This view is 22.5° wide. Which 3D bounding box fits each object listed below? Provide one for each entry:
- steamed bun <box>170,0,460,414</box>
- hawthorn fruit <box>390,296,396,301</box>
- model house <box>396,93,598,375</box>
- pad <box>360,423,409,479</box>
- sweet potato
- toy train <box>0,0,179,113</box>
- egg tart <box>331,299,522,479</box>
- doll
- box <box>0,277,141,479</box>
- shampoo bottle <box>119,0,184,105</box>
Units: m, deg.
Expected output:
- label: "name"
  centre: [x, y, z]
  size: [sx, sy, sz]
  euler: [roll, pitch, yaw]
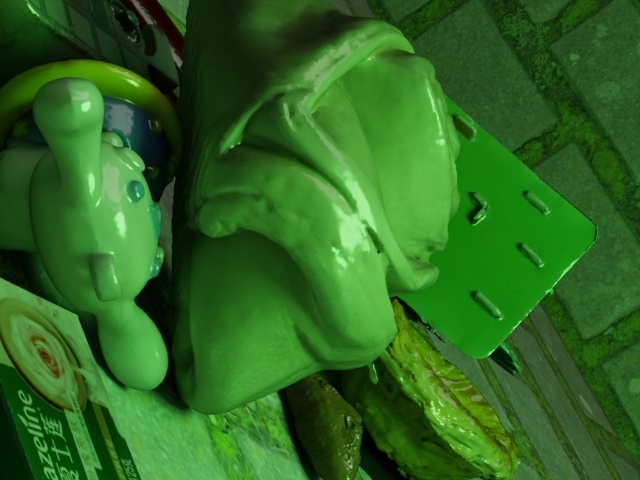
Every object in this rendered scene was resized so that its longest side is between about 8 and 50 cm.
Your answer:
- label: "steamed bun"
  centre: [-0.002, -0.051, 1.410]
  size: [0.342, 0.255, 0.368]
  euler: [103, -16, -47]
- label: "hawthorn fruit"
  centre: [0.000, 0.000, 1.685]
  size: [0.215, 0.215, 0.249]
  euler: [57, 9, 7]
- label: "model house"
  centre: [0.163, 0.003, 2.082]
  size: [0.357, 0.242, 0.313]
  euler: [40, -7, 13]
- label: "pad"
  centre: [0.059, 0.239, 1.791]
  size: [0.157, 0.003, 0.112]
  euler: [49, 14, -26]
- label: "sweet potato"
  centre: [0.002, 0.177, 1.614]
  size: [0.060, 0.068, 0.206]
  euler: [77, -12, -46]
- label: "toy train"
  centre: [-0.252, -0.179, 1.454]
  size: [0.326, 0.129, 0.159]
  euler: [36, 29, -56]
- label: "egg tart"
  centre: [0.108, 0.185, 1.831]
  size: [0.295, 0.116, 0.295]
  euler: [47, 6, -7]
- label: "doll"
  centre: [-0.199, -0.057, 1.250]
  size: [0.311, 0.159, 0.243]
  euler: [86, 8, -58]
- label: "box"
  centre: [-0.192, 0.123, 1.028]
  size: [0.135, 0.081, 0.199]
  euler: [35, 22, -56]
- label: "shampoo bottle"
  centre: [-0.180, -0.209, 1.912]
  size: [0.260, 0.064, 0.102]
  euler: [55, 12, -5]
